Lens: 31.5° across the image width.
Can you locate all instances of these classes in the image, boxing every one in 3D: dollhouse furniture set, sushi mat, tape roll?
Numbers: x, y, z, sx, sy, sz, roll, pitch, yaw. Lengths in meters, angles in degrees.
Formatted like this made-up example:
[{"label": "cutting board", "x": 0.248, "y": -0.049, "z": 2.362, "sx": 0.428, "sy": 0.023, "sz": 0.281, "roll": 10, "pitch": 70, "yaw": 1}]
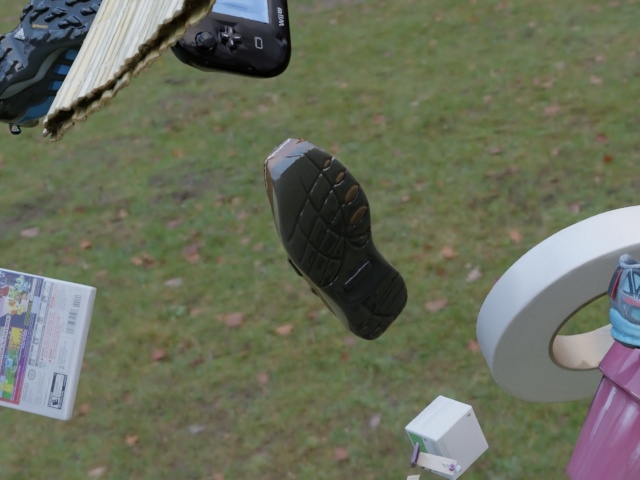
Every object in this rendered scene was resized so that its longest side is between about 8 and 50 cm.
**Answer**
[{"label": "dollhouse furniture set", "x": 0.182, "y": 0.407, "z": 1.873, "sx": 0.081, "sy": 0.091, "sz": 0.114, "roll": 14, "pitch": 68, "yaw": 10}, {"label": "sushi mat", "x": -0.093, "y": -0.194, "z": 0.721, "sx": 0.151, "sy": 0.019, "sz": 0.317, "roll": -33, "pitch": 31, "yaw": 29}, {"label": "tape roll", "x": 0.425, "y": 0.104, "z": 1.699, "sx": 0.392, "sy": 0.392, "sz": 0.072, "roll": -15, "pitch": 51, "yaw": -6}]

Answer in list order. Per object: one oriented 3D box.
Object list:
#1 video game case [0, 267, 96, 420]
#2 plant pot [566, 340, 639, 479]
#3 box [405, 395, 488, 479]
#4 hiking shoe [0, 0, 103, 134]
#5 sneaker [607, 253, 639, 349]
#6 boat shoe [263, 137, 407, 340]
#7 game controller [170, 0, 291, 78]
[{"label": "video game case", "x": -0.439, "y": 0.152, "z": 1.701, "sx": 0.183, "sy": 0.201, "sz": 0.023, "roll": 10, "pitch": -2, "yaw": 14}, {"label": "plant pot", "x": 0.400, "y": 0.241, "z": 1.373, "sx": 0.180, "sy": 0.201, "sz": 0.201, "roll": -58, "pitch": 26, "yaw": 6}, {"label": "box", "x": 0.227, "y": 0.353, "z": 2.032, "sx": 0.102, "sy": 0.101, "sz": 0.087, "roll": -38, "pitch": 28, "yaw": -27}, {"label": "hiking shoe", "x": -0.317, "y": -0.250, "z": 1.440, "sx": 0.304, "sy": 0.113, "sz": 0.132, "roll": -29, "pitch": -23, "yaw": 16}, {"label": "sneaker", "x": 0.442, "y": 0.032, "z": 1.262, "sx": 0.261, "sy": 0.125, "sz": 0.104, "roll": -18, "pitch": 21, "yaw": -14}, {"label": "boat shoe", "x": 0.000, "y": 0.000, "z": 1.434, "sx": 0.122, "sy": 0.324, "sz": 0.120, "roll": -41, "pitch": 44, "yaw": -15}, {"label": "game controller", "x": -0.120, "y": -0.354, "z": 1.424, "sx": 0.166, "sy": 0.319, "sz": 0.067, "roll": 2, "pitch": -17, "yaw": -25}]
